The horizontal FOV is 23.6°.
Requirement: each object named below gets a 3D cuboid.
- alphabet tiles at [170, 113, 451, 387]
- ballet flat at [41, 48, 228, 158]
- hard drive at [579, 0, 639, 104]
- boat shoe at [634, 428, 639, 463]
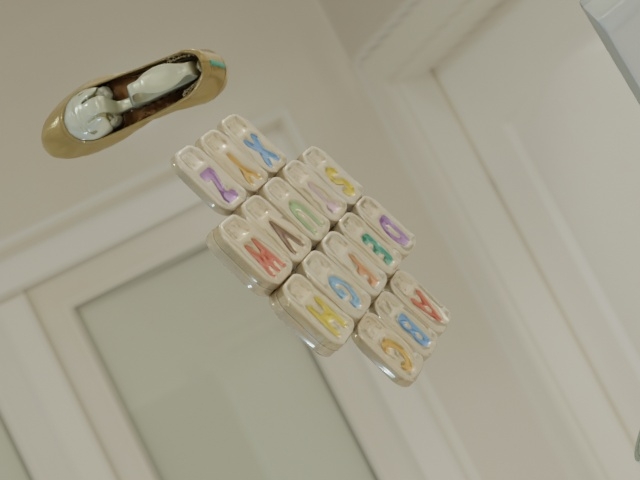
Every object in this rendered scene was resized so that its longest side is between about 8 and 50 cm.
[{"bbox_3d":[0.000,0.000,1.338,0.021,0.278,0.284,-45,1,24],"label":"alphabet tiles"},{"bbox_3d":[-0.215,-0.158,1.681,0.232,0.080,0.073,-24,-8,10],"label":"ballet flat"},{"bbox_3d":[0.400,-0.218,1.228,0.353,0.047,0.233,-38,-49,5],"label":"hard drive"},{"bbox_3d":[0.523,0.194,2.107,0.302,0.091,0.114,-63,6,-20],"label":"boat shoe"}]
